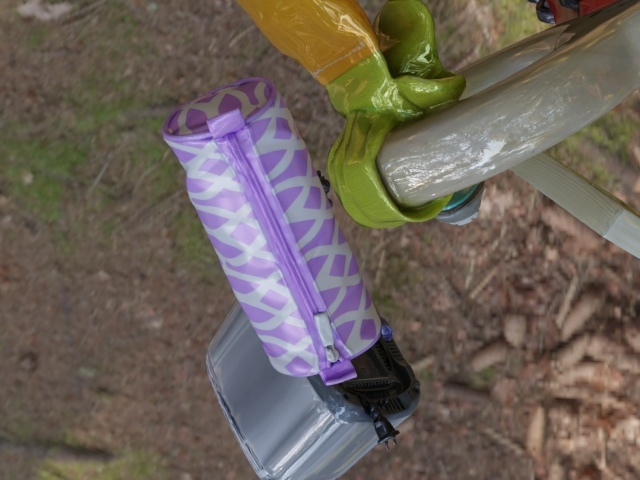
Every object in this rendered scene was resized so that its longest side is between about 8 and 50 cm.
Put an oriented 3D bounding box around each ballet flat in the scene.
[{"bbox_3d":[0.171,-0.057,1.663,0.072,0.213,0.068,-17,113,13],"label":"ballet flat"}]

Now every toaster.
[{"bbox_3d":[-0.009,0.129,1.273,0.129,0.227,0.146,-1,141,-43],"label":"toaster"}]

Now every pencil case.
[{"bbox_3d":[-0.029,-0.003,0.887,0.086,0.088,0.206,-22,114,7],"label":"pencil case"}]

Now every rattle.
[{"bbox_3d":[0.075,-0.100,0.503,0.200,0.130,0.142,-29,83,5],"label":"rattle"}]

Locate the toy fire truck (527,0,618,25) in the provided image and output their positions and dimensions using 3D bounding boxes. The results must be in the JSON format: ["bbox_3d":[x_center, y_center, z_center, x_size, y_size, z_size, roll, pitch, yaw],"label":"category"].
[{"bbox_3d":[0.160,-0.143,0.632,0.135,0.192,0.047,-16,124,3],"label":"toy fire truck"}]

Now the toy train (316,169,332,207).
[{"bbox_3d":[0.000,0.000,1.534,0.036,0.027,0.158,-6,83,-3],"label":"toy train"}]

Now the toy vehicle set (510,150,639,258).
[{"bbox_3d":[0.320,-0.025,1.492,0.267,0.166,0.035,23,104,-49],"label":"toy vehicle set"}]
